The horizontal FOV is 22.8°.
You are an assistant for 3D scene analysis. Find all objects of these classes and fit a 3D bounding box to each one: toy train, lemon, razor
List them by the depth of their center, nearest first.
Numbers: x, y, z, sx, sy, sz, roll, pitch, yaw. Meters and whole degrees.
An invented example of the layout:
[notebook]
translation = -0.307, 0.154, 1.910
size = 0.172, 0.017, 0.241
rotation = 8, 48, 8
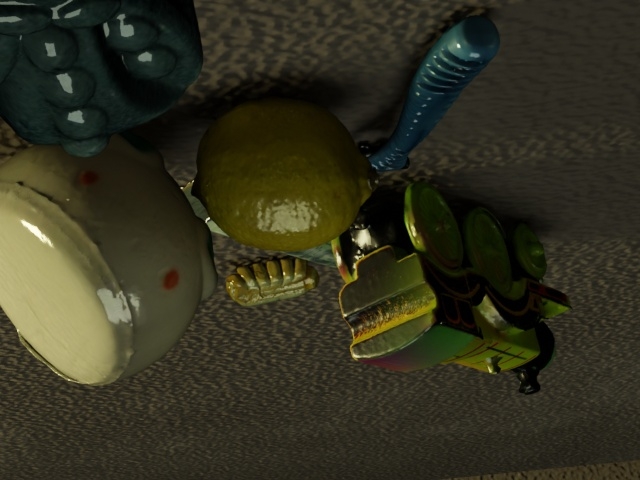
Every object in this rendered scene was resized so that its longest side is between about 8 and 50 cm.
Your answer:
[lemon]
translation = -0.025, -0.045, 1.102
size = 0.133, 0.109, 0.109
rotation = -1, 163, 4
[razor]
translation = 0.067, -0.090, 1.112
size = 0.082, 0.042, 0.253
rotation = 0, 161, -18
[toy train]
translation = 0.120, 0.048, 1.382
size = 0.100, 0.160, 0.296
rotation = -25, 156, 30

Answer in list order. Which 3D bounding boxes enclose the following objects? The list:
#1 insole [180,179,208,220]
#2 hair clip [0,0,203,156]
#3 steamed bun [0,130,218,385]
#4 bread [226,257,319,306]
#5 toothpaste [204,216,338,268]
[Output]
[insole]
translation = -0.103, -0.026, 1.314
size = 0.064, 0.004, 0.188
rotation = 3, 160, -26
[hair clip]
translation = -0.127, -0.145, 0.649
size = 0.206, 0.194, 0.310
rotation = -9, 167, -23
[steamed bun]
translation = -0.156, 0.005, 1.131
size = 0.130, 0.177, 0.228
rotation = -37, -177, -28
[bread]
translation = -0.045, 0.035, 1.486
size = 0.088, 0.034, 0.049
rotation = -12, 148, 5
[toothpaste]
translation = 0.000, 0.000, 1.381
size = 0.062, 0.039, 0.239
rotation = -25, 154, 35
